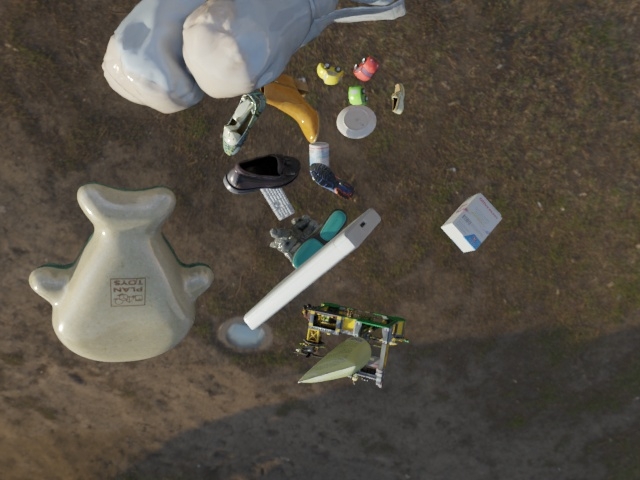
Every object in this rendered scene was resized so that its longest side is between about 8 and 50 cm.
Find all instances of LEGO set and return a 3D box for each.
[{"bbox_3d":[0.096,0.317,1.312,0.332,0.255,0.192,9,92,12],"label":"LEGO set"}]

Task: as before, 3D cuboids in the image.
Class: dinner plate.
[{"bbox_3d":[0.128,-0.427,1.539,0.141,0.141,0.017,-9,162,2],"label":"dinner plate"}]

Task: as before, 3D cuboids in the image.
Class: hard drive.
[{"bbox_3d":[-0.018,0.067,1.067,0.353,0.233,0.047,-41,90,28],"label":"hard drive"}]

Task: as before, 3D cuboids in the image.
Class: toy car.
[{"bbox_3d":[0.120,-0.566,1.599,0.239,0.053,0.225,5,157,27],"label":"toy car"}]

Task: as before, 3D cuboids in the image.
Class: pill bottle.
[{"bbox_3d":[-0.004,-0.353,1.932,0.087,0.087,0.160,-2,114,-2],"label":"pill bottle"}]

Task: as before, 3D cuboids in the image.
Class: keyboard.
[{"bbox_3d":[-0.185,-0.190,1.669,0.072,0.014,0.256,-32,123,-4],"label":"keyboard"}]

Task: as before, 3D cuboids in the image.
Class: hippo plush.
[{"bbox_3d":[-0.096,-0.263,0.360,0.294,0.234,0.236,-13,123,12],"label":"hippo plush"}]

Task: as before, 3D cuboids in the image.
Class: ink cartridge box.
[{"bbox_3d":[0.375,-0.044,1.070,0.122,0.052,0.088,-44,94,-18],"label":"ink cartridge box"}]

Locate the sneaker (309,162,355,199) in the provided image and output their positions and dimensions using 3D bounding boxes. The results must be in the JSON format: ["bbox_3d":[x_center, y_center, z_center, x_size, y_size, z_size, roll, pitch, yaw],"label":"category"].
[{"bbox_3d":[0.042,-0.248,1.832,0.221,0.087,0.083,38,91,-15],"label":"sneaker"}]

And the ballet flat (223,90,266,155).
[{"bbox_3d":[-0.206,-0.294,1.083,0.070,0.070,0.188,27,117,-18],"label":"ballet flat"}]

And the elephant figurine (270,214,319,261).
[{"bbox_3d":[-0.126,0.001,1.741,0.169,0.239,0.186,-2,112,48],"label":"elephant figurine"}]

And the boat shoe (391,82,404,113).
[{"bbox_3d":[0.331,-0.613,1.859,0.045,0.050,0.135,3,80,-22],"label":"boat shoe"}]

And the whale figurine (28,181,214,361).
[{"bbox_3d":[-0.254,0.034,0.573,0.216,0.141,0.272,0,125,-22],"label":"whale figurine"}]

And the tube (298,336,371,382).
[{"bbox_3d":[0.039,0.211,0.749,0.062,0.240,0.070,30,92,16],"label":"tube"}]

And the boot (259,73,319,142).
[{"bbox_3d":[-0.127,-0.512,1.662,0.211,0.295,0.104,0,157,-34],"label":"boot"}]

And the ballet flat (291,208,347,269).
[{"bbox_3d":[0.000,0.000,1.619,0.095,0.096,0.280,44,88,-6],"label":"ballet flat"}]

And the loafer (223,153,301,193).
[{"bbox_3d":[-0.164,-0.224,1.378,0.109,0.303,0.095,53,136,13],"label":"loafer"}]
